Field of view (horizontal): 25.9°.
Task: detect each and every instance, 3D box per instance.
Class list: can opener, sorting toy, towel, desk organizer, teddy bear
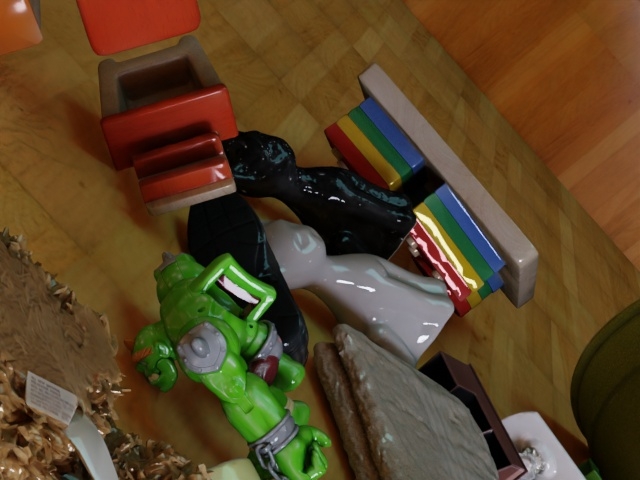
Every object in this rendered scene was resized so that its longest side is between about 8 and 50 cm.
[{"bbox_3d":[0.243,0.275,1.260,0.280,0.074,0.093,55,16,18],"label":"can opener"},{"bbox_3d":[0.114,-0.031,1.478,0.255,0.089,0.257,51,-2,14],"label":"sorting toy"},{"bbox_3d":[0.090,0.201,1.082,0.187,0.049,0.282,34,23,-38],"label":"towel"},{"bbox_3d":[0.132,0.166,1.260,0.050,0.047,0.130,30,25,-43],"label":"desk organizer"},{"bbox_3d":[-0.167,0.072,0.644,0.338,0.113,0.245,51,22,-22],"label":"teddy bear"}]

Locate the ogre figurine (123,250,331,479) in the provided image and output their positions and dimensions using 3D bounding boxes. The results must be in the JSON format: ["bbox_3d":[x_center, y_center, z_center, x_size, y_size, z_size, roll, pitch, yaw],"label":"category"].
[{"bbox_3d":[-0.058,0.073,0.897,0.118,0.096,0.197,51,22,-26],"label":"ogre figurine"}]

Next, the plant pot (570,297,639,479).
[{"bbox_3d":[0.467,0.276,1.440,0.366,0.366,0.353,39,32,-32],"label":"plant pot"}]

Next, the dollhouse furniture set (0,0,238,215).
[{"bbox_3d":[-0.127,-0.159,0.993,0.259,0.262,0.135,78,-7,-47],"label":"dollhouse furniture set"}]

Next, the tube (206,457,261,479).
[{"bbox_3d":[-0.012,0.235,0.743,0.240,0.070,0.062,60,-25,16],"label":"tube"}]

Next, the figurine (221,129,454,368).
[{"bbox_3d":[0.000,0.000,1.243,0.209,0.092,0.215,29,26,-32],"label":"figurine"}]

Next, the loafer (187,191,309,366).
[{"bbox_3d":[-0.057,0.032,1.073,0.061,0.062,0.170,64,1,-56],"label":"loafer"}]

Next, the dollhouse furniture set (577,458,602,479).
[{"bbox_3d":[0.287,0.288,1.336,0.152,0.076,0.058,54,5,3],"label":"dollhouse furniture set"}]
